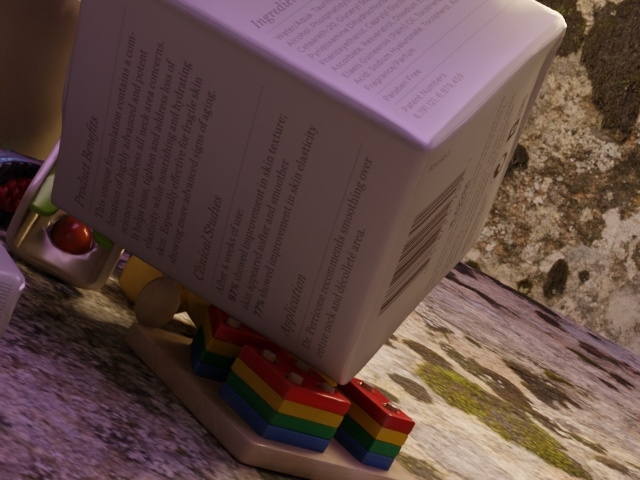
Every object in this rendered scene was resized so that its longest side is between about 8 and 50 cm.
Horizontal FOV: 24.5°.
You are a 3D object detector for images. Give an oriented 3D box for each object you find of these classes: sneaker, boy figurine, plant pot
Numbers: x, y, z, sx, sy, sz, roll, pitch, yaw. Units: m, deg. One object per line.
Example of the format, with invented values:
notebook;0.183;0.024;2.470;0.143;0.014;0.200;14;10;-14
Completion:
sneaker;-0.355;-0.072;1.844;0.125;0.104;0.262;31;7;36
boy figurine;-0.096;0.069;1.758;0.285;0.092;0.177;11;-30;11
plant pot;-0.387;-0.206;1.927;0.256;0.274;0.256;28;6;-3

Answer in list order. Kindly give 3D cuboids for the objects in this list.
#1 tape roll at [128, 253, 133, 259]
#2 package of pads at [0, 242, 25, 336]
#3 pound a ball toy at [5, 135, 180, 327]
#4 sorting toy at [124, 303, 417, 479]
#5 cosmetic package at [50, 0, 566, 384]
tape roll;-0.169;-0.032;1.918;0.080;0.189;0.189;28;8;1
package of pads;-0.407;-0.010;1.303;0.229;0.101;0.296;22;12;-35
pound a ball toy;-0.228;-0.042;1.729;0.208;0.136;0.319;27;46;-7
sorting toy;-0.037;0.156;1.573;0.257;0.089;0.255;21;11;-42
cosmetic package;-0.020;-0.135;1.549;0.394;0.329;0.327;32;43;14
